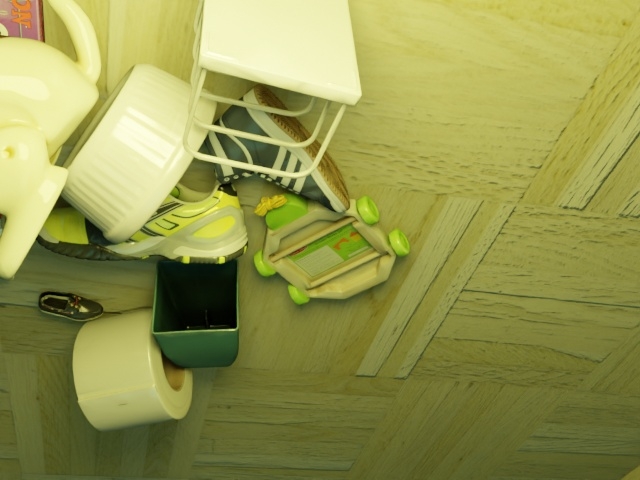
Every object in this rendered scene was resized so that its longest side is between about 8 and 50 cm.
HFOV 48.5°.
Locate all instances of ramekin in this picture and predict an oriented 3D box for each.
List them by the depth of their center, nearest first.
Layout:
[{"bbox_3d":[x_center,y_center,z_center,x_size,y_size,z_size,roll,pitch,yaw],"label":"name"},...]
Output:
[{"bbox_3d":[-0.283,-0.139,1.062,0.127,0.273,0.273,34,126,-23],"label":"ramekin"}]

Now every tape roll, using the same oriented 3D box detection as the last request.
[{"bbox_3d":[-0.393,0.274,1.522,0.169,0.246,0.246,-12,138,7],"label":"tape roll"}]

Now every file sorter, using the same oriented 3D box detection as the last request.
[{"bbox_3d":[-0.076,-0.242,0.950,0.192,0.278,0.173,10,138,-17],"label":"file sorter"}]

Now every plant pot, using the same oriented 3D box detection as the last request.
[{"bbox_3d":[-0.247,0.172,1.489,0.165,0.166,0.234,-2,145,-3],"label":"plant pot"}]

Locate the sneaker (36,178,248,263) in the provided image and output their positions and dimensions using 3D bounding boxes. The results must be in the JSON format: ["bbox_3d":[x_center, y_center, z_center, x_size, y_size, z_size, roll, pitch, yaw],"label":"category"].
[{"bbox_3d":[-0.323,-0.047,1.278,0.384,0.145,0.147,0,108,-2],"label":"sneaker"}]

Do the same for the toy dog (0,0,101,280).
[{"bbox_3d":[-0.517,-0.186,0.895,0.407,0.284,0.395,26,106,-27],"label":"toy dog"}]

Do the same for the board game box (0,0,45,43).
[{"bbox_3d":[-0.474,-0.384,0.921,0.208,0.056,0.347,2,138,-15],"label":"board game box"}]

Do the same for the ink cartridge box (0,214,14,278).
[{"bbox_3d":[-0.641,-0.030,1.296,0.189,0.066,0.232,14,139,-20],"label":"ink cartridge box"}]

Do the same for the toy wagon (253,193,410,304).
[{"bbox_3d":[0.000,0.000,1.388,0.267,0.068,0.344,-27,133,22],"label":"toy wagon"}]

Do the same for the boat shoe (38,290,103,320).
[{"bbox_3d":[-0.526,0.137,1.498,0.132,0.049,0.042,10,144,-11],"label":"boat shoe"}]

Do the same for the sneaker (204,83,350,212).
[{"bbox_3d":[-0.077,-0.123,1.213,0.153,0.099,0.282,-31,126,19],"label":"sneaker"}]
